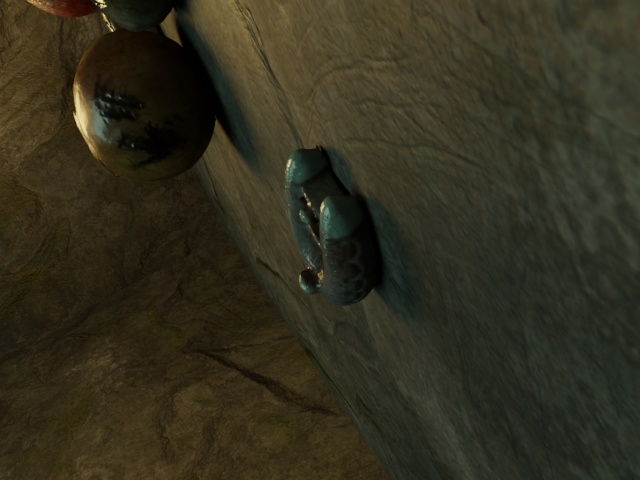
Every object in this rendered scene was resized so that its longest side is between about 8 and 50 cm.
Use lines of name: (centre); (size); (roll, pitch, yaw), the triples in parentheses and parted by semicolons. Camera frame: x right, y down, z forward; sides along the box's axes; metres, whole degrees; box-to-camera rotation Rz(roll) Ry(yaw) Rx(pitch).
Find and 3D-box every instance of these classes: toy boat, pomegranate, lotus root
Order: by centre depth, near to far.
toy boat: (0.000, 0.000, 0.760); (0.155, 0.085, 0.227); (54, 167, 33)
lotus root: (-0.320, -0.427, 1.042); (0.158, 0.140, 0.322); (62, 172, -3)
pomegranate: (-0.368, -0.278, 1.309); (0.322, 0.322, 0.322); (58, 169, 18)

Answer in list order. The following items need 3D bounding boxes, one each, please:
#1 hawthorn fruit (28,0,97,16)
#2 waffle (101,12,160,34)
hawthorn fruit: (-0.503, -0.576, 1.206); (0.284, 0.284, 0.284); (58, 169, 18)
waffle: (-0.446, -0.461, 1.669); (0.376, 0.114, 0.261); (65, 172, -19)
